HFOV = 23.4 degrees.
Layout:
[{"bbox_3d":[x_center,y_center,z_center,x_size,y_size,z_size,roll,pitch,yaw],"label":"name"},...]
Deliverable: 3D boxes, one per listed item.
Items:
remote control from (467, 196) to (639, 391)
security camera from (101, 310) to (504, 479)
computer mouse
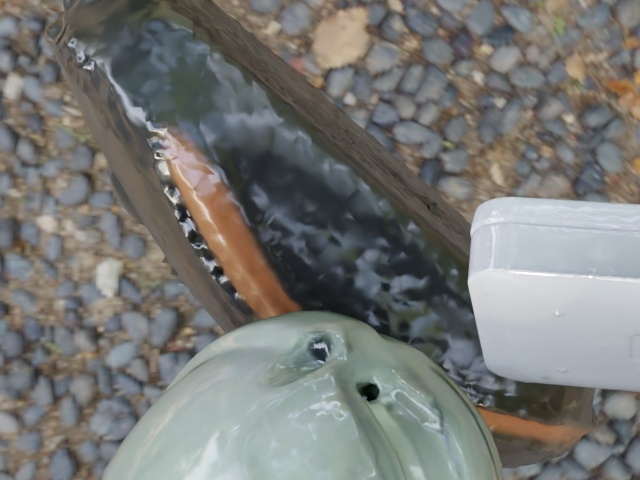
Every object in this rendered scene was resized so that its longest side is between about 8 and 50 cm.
[{"bbox_3d":[0.174,0.026,0.494,0.250,0.103,0.034,4,66,14],"label":"remote control"},{"bbox_3d":[0.021,0.156,0.553,0.277,0.197,0.191,52,137,24],"label":"security camera"},{"bbox_3d":[-0.003,0.004,0.720,0.323,0.183,0.116,40,94,-17],"label":"computer mouse"}]
